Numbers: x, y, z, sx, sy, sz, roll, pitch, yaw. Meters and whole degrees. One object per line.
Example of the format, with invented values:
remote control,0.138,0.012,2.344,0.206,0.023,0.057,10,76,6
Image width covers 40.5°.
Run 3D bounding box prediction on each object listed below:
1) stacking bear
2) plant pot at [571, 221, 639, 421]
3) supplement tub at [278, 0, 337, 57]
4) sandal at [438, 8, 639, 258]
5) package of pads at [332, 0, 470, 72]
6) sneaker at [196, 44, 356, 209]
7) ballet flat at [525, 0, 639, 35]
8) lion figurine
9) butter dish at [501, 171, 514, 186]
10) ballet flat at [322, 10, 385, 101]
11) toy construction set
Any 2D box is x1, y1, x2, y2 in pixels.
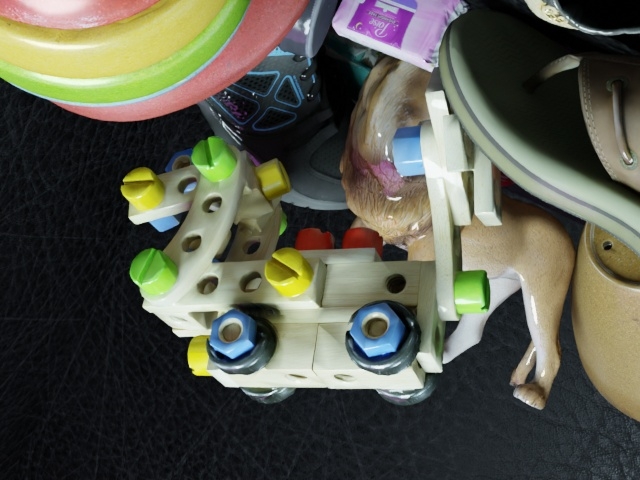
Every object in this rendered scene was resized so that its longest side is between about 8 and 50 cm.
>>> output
stacking bear,-0.094,-0.141,0.349,0.175,0.164,0.289,38,178,-6
plant pot,0.355,0.044,0.880,0.237,0.237,0.254,31,171,37
supplement tub,-0.087,-0.181,0.561,0.198,0.106,0.106,20,-175,6
sandal,0.187,-0.045,0.459,0.120,0.086,0.303,-16,-130,-36
package of pads,0.053,-0.149,0.585,0.083,0.050,0.032,29,-173,30
sneaker,-0.038,-0.138,0.731,0.139,0.125,0.341,-26,137,36
ballet flat,0.115,-0.087,0.307,0.057,0.049,0.173,26,-174,-19
lion figurine,0.140,-0.005,0.799,0.142,0.240,0.392,21,173,42
butter dish,0.141,-0.101,0.878,0.160,0.118,0.160,23,-173,-28
ballet flat,-0.030,-0.207,0.847,0.241,0.077,0.091,28,145,5
toy construction set,0.000,0.000,0.621,0.327,0.215,0.151,-12,145,33
